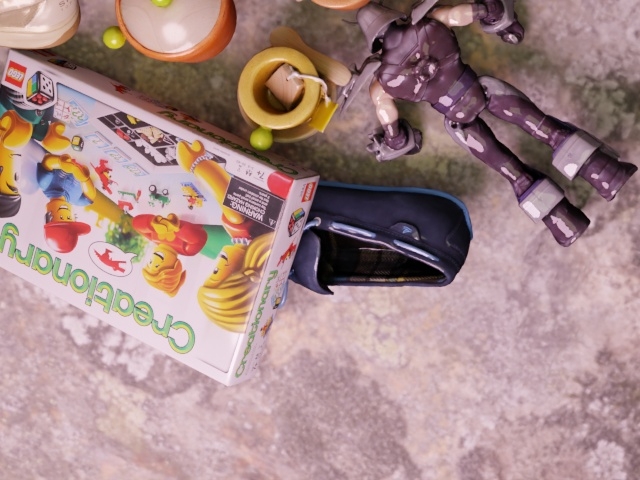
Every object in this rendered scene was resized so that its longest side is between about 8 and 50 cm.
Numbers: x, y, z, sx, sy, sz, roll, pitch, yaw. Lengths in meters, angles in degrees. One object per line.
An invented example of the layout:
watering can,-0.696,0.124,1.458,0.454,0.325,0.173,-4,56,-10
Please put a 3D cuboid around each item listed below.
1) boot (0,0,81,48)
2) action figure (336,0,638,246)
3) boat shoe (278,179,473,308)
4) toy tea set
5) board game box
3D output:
boot,-0.335,-0.257,1.368,0.262,0.095,0.203,5,142,-1
action figure,0.132,-0.116,1.427,0.285,0.099,0.185,40,112,-4
boat shoe,0.000,0.000,1.443,0.258,0.089,0.109,-5,136,20
toy tea set,-0.030,-0.252,1.348,0.200,0.124,0.336,28,92,11
board game box,-0.165,-0.026,1.435,0.305,0.053,0.193,25,108,22
